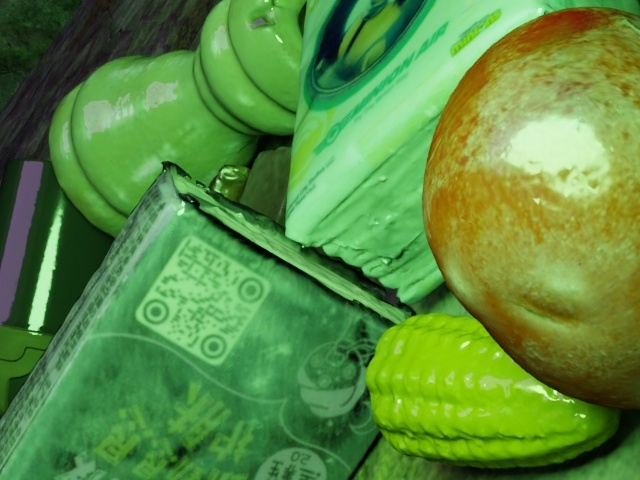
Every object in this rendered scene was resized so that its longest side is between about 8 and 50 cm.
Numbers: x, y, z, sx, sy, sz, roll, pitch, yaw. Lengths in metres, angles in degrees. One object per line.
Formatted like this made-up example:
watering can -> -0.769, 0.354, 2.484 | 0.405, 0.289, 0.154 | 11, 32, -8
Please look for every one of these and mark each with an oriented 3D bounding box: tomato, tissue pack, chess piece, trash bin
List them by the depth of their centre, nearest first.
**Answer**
tomato -> 0.156, -0.016, 0.746 | 0.188, 0.232, 0.232 | -45, 25, 25
tissue pack -> -0.109, 0.156, 1.058 | 0.361, 0.259, 0.122 | -57, 20, 10
tissue pack -> 0.115, -0.173, 1.115 | 0.287, 0.162, 0.388 | -41, 28, 31
chess piece -> -0.119, -0.165, 1.538 | 0.442, 0.234, 0.234 | -27, 38, 48
trash bin -> -0.351, 0.077, 1.723 | 0.214, 0.214, 0.334 | -9, 67, 63

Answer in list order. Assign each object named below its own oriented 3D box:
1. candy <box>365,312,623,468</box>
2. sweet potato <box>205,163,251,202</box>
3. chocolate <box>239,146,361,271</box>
candy -> 0.116, 0.099, 0.865 | 0.199, 0.094, 0.106 | -3, 53, 58
sweet potato -> -0.134, 0.053, 1.469 | 0.286, 0.085, 0.112 | -64, 17, 1
chocolate -> -0.047, 0.056, 1.235 | 0.112, 0.112, 0.321 | -6, 56, 55
